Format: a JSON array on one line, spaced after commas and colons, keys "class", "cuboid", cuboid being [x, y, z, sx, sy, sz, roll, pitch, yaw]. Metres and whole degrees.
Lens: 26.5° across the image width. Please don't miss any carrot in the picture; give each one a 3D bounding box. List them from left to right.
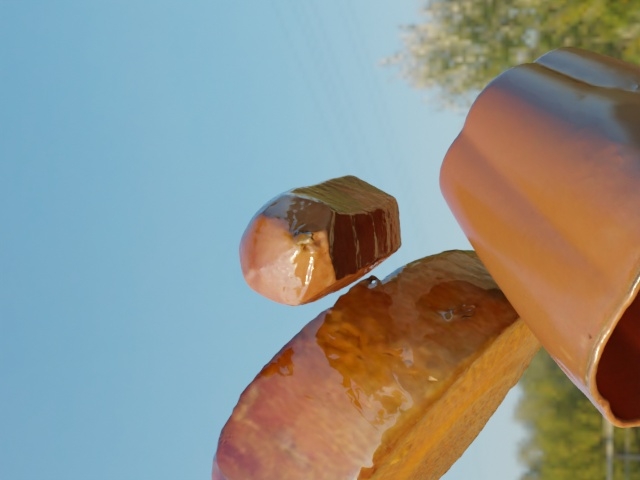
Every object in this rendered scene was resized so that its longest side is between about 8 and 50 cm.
[{"class": "carrot", "cuboid": [0.056, 0.111, 0.935, 0.258, 0.100, 0.307, -51, -18, 17]}]

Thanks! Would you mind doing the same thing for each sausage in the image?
[{"class": "sausage", "cuboid": [0.000, 0.001, 0.747, 0.169, 0.065, 0.065, -21, -69, -72]}]

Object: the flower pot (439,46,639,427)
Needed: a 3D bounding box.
[{"class": "flower pot", "cuboid": [0.168, -0.014, 0.789, 0.190, 0.173, 0.191, -26, -42, -26]}]
